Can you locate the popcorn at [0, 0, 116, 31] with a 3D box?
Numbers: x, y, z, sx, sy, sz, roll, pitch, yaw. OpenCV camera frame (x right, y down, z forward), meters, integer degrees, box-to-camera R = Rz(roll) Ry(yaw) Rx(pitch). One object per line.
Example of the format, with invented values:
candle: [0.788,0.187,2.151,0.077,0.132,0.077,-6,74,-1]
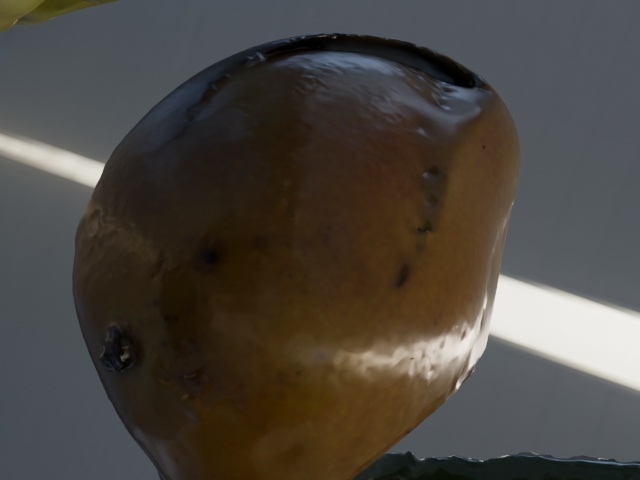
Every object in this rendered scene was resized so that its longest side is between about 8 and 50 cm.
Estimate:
popcorn: [-0.076,-0.142,0.378,0.256,0.255,0.195,-7,-71,65]

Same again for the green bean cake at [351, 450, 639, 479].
green bean cake: [0.121,0.231,0.999,0.125,0.227,0.222,49,46,-64]

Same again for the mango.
mango: [0.000,0.000,0.717,0.136,0.166,0.236,-34,-179,43]
